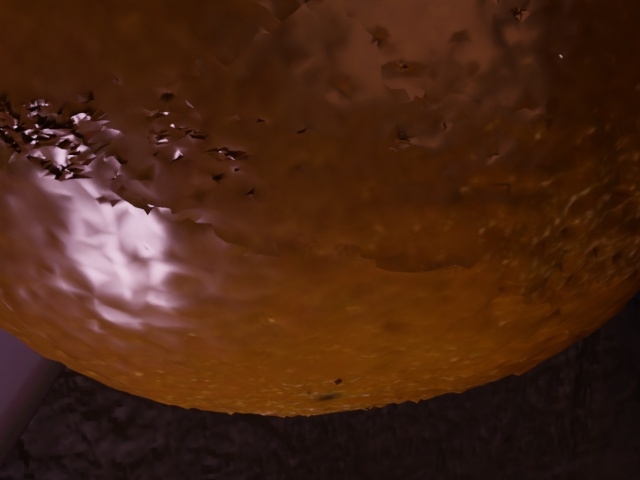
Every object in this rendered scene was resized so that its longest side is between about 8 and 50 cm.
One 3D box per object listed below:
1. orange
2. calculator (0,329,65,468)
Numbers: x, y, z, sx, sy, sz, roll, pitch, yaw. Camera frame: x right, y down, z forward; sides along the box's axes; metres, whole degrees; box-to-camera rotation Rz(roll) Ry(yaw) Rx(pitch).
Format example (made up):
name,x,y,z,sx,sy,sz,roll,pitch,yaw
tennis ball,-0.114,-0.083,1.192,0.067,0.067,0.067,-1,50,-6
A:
name,x,y,z,sx,sy,sz,roll,pitch,yaw
orange,-0.007,-0.087,0.523,0.274,0.274,0.274,-8,109,-24
calculator,-0.180,0.072,0.616,0.141,0.045,0.246,34,90,-30
